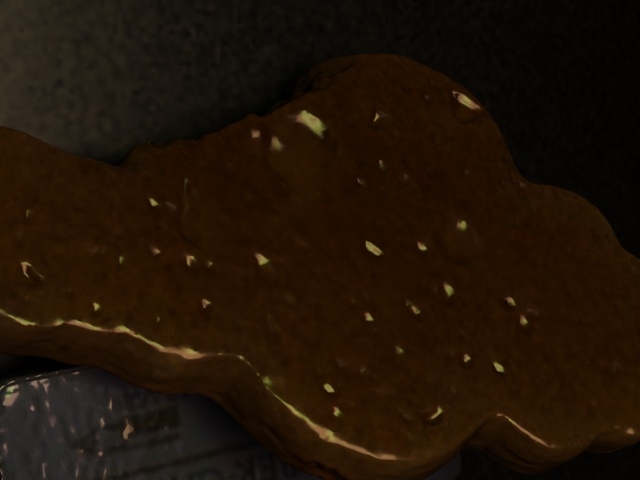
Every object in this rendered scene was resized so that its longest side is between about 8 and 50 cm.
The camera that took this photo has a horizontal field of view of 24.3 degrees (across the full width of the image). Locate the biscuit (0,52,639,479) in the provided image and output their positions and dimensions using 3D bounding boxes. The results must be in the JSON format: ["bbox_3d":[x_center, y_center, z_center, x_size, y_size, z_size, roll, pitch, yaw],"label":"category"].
[{"bbox_3d":[-0.002,0.008,0.577,0.319,0.047,0.183,0,62,-31],"label":"biscuit"}]

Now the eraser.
[{"bbox_3d":[-0.028,0.076,0.596,0.225,0.036,0.082,-8,93,-34],"label":"eraser"}]
